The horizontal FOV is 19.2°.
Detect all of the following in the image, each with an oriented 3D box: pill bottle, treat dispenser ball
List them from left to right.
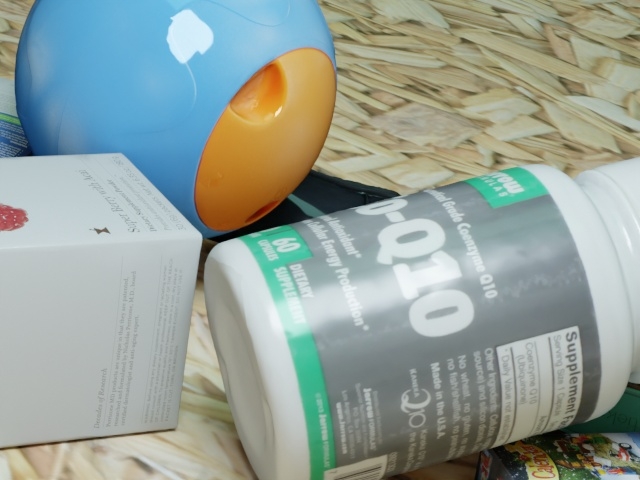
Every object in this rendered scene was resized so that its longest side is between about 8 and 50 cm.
[{"bbox_3d":[-0.128,-0.142,1.692,0.288,0.288,0.288,7,22,-3],"label":"treat dispenser ball"},{"bbox_3d":[0.109,0.058,1.439,0.361,0.204,0.204,-15,28,-14],"label":"pill bottle"}]

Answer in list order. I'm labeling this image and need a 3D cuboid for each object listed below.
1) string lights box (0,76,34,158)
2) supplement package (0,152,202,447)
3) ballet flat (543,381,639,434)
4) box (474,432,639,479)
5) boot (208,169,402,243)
[{"bbox_3d":[-0.335,-0.057,1.750,0.133,0.076,0.259,15,37,16],"label":"string lights box"},{"bbox_3d":[-0.266,0.046,1.469,0.293,0.175,0.177,-4,27,-28],"label":"supplement package"},{"bbox_3d":[0.173,0.114,1.597,0.280,0.095,0.096,23,14,8],"label":"ballet flat"},{"bbox_3d":[0.230,0.218,1.409,0.159,0.044,0.233,1,23,-18],"label":"box"},{"bbox_3d":[0.000,0.000,1.784,0.247,0.094,0.207,9,18,-15],"label":"boot"}]
